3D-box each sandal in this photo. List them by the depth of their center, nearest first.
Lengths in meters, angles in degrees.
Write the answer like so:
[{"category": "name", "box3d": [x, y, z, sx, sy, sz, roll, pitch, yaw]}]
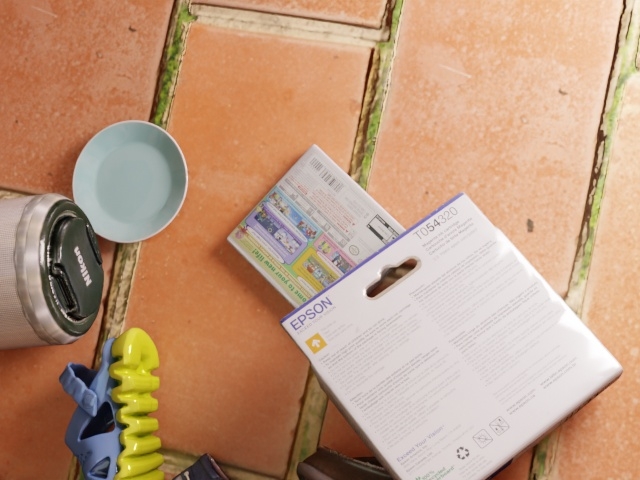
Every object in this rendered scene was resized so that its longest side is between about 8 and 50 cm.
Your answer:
[{"category": "sandal", "box3d": [-0.308, 0.290, 1.699, 0.138, 0.126, 0.317, -7, 74, 17]}]

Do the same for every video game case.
[{"category": "video game case", "box3d": [0.000, 0.000, 1.696, 0.212, 0.023, 0.193, 44, 95, 14]}]

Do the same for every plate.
[{"category": "plate", "box3d": [-0.287, -0.088, 1.778, 0.188, 0.024, 0.188, -2, 83, 13]}]

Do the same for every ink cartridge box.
[{"category": "ink cartridge box", "box3d": [0.170, 0.149, 1.559, 0.324, 0.071, 0.330, -34, 68, -12]}]

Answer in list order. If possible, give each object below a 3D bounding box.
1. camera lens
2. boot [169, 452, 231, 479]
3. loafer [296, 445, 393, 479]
[{"category": "camera lens", "box3d": [-0.471, 0.051, 1.707, 0.274, 0.219, 0.219, -6, 82, 13]}, {"category": "boot", "box3d": [-0.145, 0.393, 1.653, 0.086, 0.069, 0.190, -41, 62, 3]}, {"category": "loafer", "box3d": [0.149, 0.343, 1.582, 0.366, 0.134, 0.130, 17, 65, 6]}]
